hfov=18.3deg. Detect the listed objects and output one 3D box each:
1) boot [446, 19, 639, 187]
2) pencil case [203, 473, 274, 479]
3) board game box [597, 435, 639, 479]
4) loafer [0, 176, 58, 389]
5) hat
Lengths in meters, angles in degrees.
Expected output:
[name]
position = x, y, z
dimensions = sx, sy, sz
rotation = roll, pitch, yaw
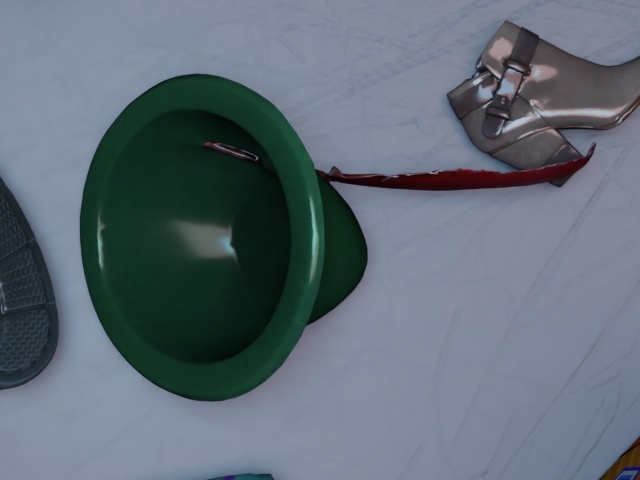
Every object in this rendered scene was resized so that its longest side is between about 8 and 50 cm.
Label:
[boot]
position = 0.133, -0.091, 1.112
dimensions = 0.087, 0.042, 0.118
rotation = 43, 86, 1
[pencil case]
position = -0.087, 0.169, 1.076
dimensions = 0.151, 0.070, 0.064
rotation = -10, 125, -2
[board game box]
position = 0.233, 0.314, 0.944
dimensions = 0.356, 0.356, 0.356
rotation = 44, 86, -1
[loafer]
position = -0.243, -0.029, 1.081
dimensions = 0.096, 0.084, 0.267
rotation = -39, 95, -35
[hat]
position = 0.000, 0.000, 1.107
dimensions = 0.208, 0.183, 0.173
rotation = 22, 105, 39
